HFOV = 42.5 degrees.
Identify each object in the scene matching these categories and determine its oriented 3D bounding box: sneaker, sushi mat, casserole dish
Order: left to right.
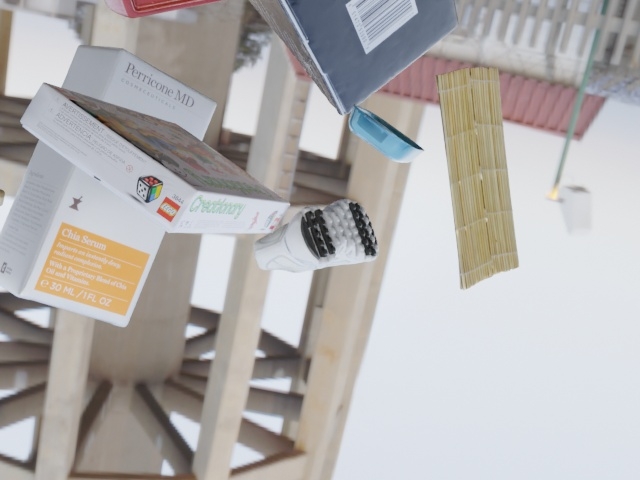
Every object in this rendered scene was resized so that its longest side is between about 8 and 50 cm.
[{"bbox_3d":[0.000,0.000,1.323,0.118,0.110,0.292,-23,170,28],"label":"sneaker"},{"bbox_3d":[0.097,-0.157,1.245,0.114,0.037,0.188,38,-167,9],"label":"casserole dish"},{"bbox_3d":[0.235,-0.096,1.219,0.151,0.316,0.019,-14,-171,-42],"label":"sushi mat"}]

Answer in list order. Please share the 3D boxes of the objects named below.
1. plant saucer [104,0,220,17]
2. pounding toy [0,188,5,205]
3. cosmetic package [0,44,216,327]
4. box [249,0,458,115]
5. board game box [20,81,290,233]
[{"bbox_3d":[-0.151,-0.358,0.970,0.258,0.047,0.259,-13,160,-5],"label":"plant saucer"},{"bbox_3d":[-0.287,-0.024,0.462,0.141,0.130,0.100,-12,-141,27],"label":"pounding toy"},{"bbox_3d":[-0.393,-0.097,1.493,0.161,0.453,0.230,17,175,45],"label":"cosmetic package"},{"bbox_3d":[-0.033,-0.553,1.427,0.472,0.297,0.480,52,-178,21],"label":"box"},{"bbox_3d":[-0.163,-0.079,0.912,0.193,0.053,0.305,35,-171,11],"label":"board game box"}]
